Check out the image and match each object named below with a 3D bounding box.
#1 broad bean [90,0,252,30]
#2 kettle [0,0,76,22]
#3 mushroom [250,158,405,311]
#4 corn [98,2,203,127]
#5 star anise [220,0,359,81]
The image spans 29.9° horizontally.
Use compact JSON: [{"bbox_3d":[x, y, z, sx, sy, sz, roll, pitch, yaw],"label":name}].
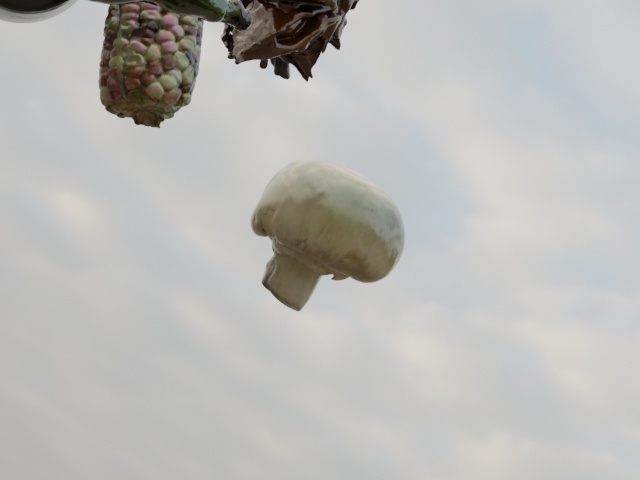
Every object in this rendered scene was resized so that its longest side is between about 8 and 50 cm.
[{"bbox_3d":[-0.166,-0.188,0.826,0.297,0.043,0.060,2,-37,-35],"label":"broad bean"},{"bbox_3d":[-0.282,-0.305,1.239,0.221,0.161,0.236,0,10,-17],"label":"kettle"},{"bbox_3d":[0.000,0.000,1.828,0.254,0.234,0.260,28,7,37],"label":"mushroom"},{"bbox_3d":[-0.149,-0.243,1.119,0.092,0.281,0.092,6,-12,1],"label":"corn"},{"bbox_3d":[-0.042,-0.290,1.530,0.148,0.237,0.346,40,-12,8],"label":"star anise"}]
